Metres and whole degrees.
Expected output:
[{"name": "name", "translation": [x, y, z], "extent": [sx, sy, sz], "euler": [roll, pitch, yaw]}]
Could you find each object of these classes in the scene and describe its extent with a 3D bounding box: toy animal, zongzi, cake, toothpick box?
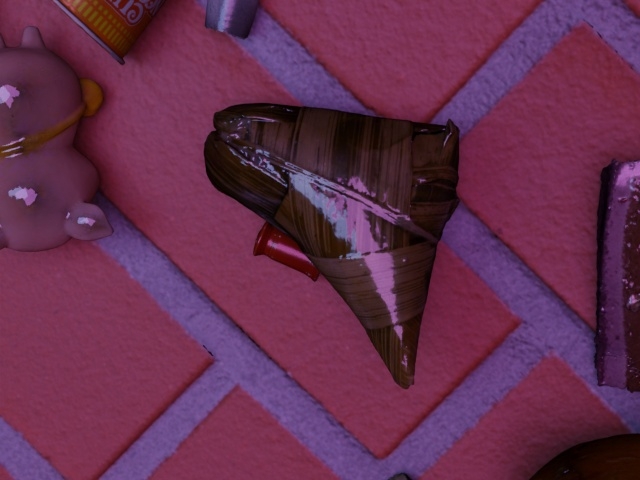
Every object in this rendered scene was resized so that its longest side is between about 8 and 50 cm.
[{"name": "toy animal", "translation": [-0.323, -0.111, 1.192], "extent": [0.165, 0.149, 0.248], "euler": [-10, 87, 2]}, {"name": "zongzi", "translation": [0.000, 0.000, 1.163], "extent": [0.285, 0.134, 0.288], "euler": [8, 80, 7]}, {"name": "cake", "translation": [0.366, 0.032, 1.197], "extent": [0.115, 0.113, 0.295], "euler": [1, 108, 9]}, {"name": "toothpick box", "translation": [-0.034, 0.010, 1.231], "extent": [0.083, 0.047, 0.047], "euler": [23, 97, 2]}]

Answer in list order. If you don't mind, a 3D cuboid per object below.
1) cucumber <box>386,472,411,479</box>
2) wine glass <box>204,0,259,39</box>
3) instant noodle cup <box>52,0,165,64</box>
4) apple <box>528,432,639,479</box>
[{"name": "cucumber", "translation": [0.143, 0.367, 1.257], "extent": [0.058, 0.052, 0.215], "euler": [-38, 93, 27]}, {"name": "wine glass", "translation": [-0.083, -0.326, 1.193], "extent": [0.066, 0.066, 0.198], "euler": [14, 99, 2]}, {"name": "instant noodle cup", "translation": [-0.213, -0.313, 1.165], "extent": [0.168, 0.168, 0.185], "euler": [44, 89, -1]}, {"name": "apple", "translation": [0.367, 0.398, 1.122], "extent": [0.384, 0.374, 0.374], "euler": [23, 99, 31]}]
